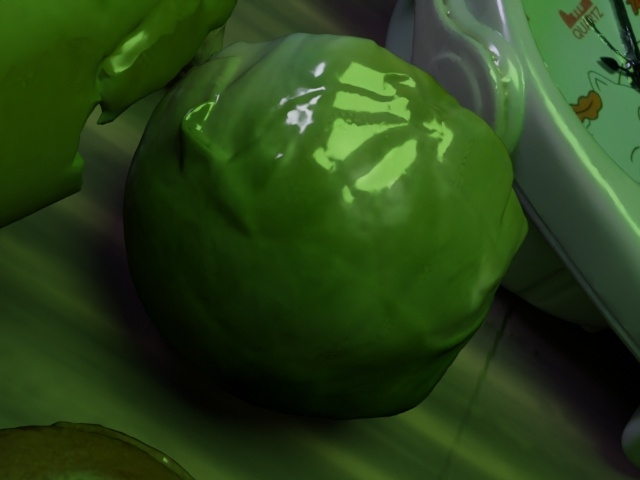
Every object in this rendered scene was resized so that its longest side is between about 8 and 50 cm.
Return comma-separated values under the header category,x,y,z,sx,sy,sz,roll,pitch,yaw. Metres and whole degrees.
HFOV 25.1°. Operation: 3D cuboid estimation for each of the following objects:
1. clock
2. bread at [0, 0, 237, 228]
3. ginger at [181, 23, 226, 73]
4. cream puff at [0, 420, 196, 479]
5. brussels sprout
category,x,y,z,sx,sy,sz,roll,pitch,yaw
clock,0.153,-0.071,0.727,0.324,0.108,0.265,49,49,-3
bread,-0.236,-0.073,0.376,0.376,0.208,0.251,-27,91,-42
ginger,-0.150,-0.166,0.590,0.288,0.075,0.089,33,46,-13
cream puff,-0.088,0.124,0.448,0.144,0.103,0.126,31,38,-19
brussels sprout,-0.004,0.003,0.553,0.151,0.149,0.122,15,67,17
